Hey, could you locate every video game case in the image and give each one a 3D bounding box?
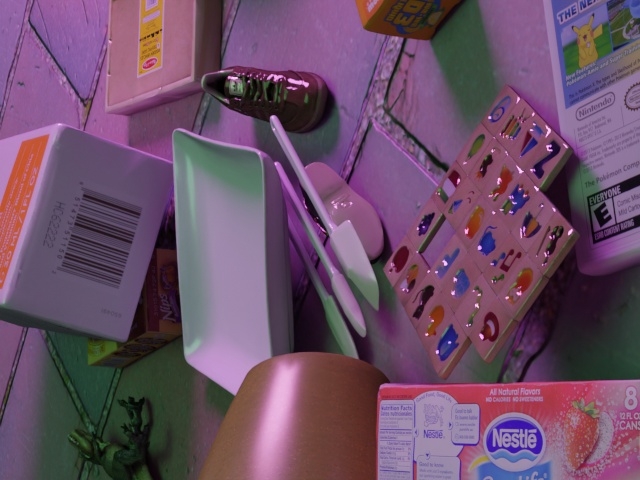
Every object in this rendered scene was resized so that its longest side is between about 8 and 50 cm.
[{"bbox_3d":[0.281,-0.158,0.974,0.329,0.036,0.300,-27,63,55],"label":"video game case"}]

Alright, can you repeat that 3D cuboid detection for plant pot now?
[{"bbox_3d":[-0.010,0.257,1.209,0.275,0.274,0.293,-42,38,48],"label":"plant pot"}]

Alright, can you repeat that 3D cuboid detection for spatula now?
[{"bbox_3d":[0.000,0.000,1.355,0.168,0.019,0.242,91,157,-54],"label":"spatula"}]

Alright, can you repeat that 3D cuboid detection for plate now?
[{"bbox_3d":[-0.090,0.026,1.489,0.277,0.045,0.278,-159,64,-64],"label":"plate"}]

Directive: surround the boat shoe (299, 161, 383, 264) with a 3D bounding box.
[{"bbox_3d":[0.023,-0.021,1.368,0.133,0.049,0.042,52,164,36],"label":"boat shoe"}]

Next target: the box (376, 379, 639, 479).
[{"bbox_3d":[0.177,0.175,0.992,0.300,0.142,0.154,-12,75,57],"label":"box"}]

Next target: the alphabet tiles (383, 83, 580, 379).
[{"bbox_3d":[0.131,-0.005,1.112,0.198,0.009,0.237,-57,22,15],"label":"alphabet tiles"}]

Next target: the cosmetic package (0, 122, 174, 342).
[{"bbox_3d":[-0.363,-0.007,1.806,0.453,0.161,0.230,-3,70,63],"label":"cosmetic package"}]

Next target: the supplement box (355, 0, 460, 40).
[{"bbox_3d":[0.062,-0.304,1.308,0.078,0.080,0.233,-49,48,47],"label":"supplement box"}]

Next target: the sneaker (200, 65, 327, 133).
[{"bbox_3d":[-0.064,-0.153,1.495,0.188,0.071,0.066,14,97,59],"label":"sneaker"}]

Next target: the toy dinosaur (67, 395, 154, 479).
[{"bbox_3d":[-0.235,0.269,1.732,0.268,0.064,0.118,32,119,53],"label":"toy dinosaur"}]

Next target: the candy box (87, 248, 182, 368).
[{"bbox_3d":[-0.237,0.088,1.760,0.186,0.053,0.109,-30,59,55],"label":"candy box"}]

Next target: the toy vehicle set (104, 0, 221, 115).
[{"bbox_3d":[-0.203,-0.259,1.768,0.267,0.035,0.166,-6,81,58],"label":"toy vehicle set"}]
